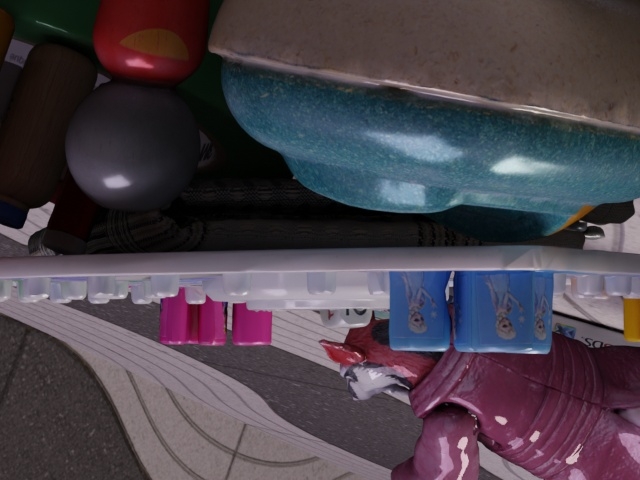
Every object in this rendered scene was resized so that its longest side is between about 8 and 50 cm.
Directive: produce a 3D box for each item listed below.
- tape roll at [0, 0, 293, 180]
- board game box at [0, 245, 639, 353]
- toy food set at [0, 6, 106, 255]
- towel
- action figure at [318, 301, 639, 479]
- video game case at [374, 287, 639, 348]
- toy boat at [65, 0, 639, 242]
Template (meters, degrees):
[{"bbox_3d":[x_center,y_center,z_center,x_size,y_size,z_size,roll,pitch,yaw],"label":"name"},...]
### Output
[{"bbox_3d":[-0.156,-0.121,1.212,0.321,0.077,0.321,19,169,4],"label":"tape roll"},{"bbox_3d":[0.000,0.037,1.119,0.390,0.050,0.390,-2,178,26],"label":"board game box"},{"bbox_3d":[-0.171,-0.046,1.125,0.111,0.104,0.232,20,169,-2],"label":"toy food set"},{"bbox_3d":[0.000,0.000,1.289,0.324,0.056,0.312,-2,176,-22],"label":"towel"},{"bbox_3d":[0.167,0.131,1.444,0.370,0.248,0.275,21,168,-22],"label":"action figure"},{"bbox_3d":[0.181,0.107,1.838,0.300,0.036,0.329,16,168,15],"label":"video game case"},{"bbox_3d":[0.016,-0.063,0.915,0.318,0.148,0.267,13,-174,35],"label":"toy boat"}]
